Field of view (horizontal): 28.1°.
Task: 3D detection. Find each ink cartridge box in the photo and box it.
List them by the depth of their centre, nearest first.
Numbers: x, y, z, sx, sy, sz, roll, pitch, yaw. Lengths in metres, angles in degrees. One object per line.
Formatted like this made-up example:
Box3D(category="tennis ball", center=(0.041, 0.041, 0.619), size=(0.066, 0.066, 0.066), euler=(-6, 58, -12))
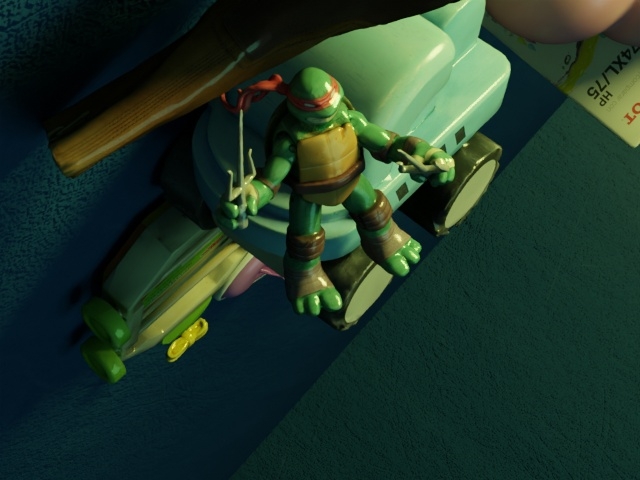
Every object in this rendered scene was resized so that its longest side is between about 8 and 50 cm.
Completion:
Box3D(category="ink cartridge box", center=(0.346, -0.282, 1.560), size=(0.198, 0.270, 0.197), euler=(-51, 178, 20))

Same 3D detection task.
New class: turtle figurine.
Box3D(category="turtle figurine", center=(0.009, -0.048, 0.948), size=(0.175, 0.118, 0.234), euler=(-13, 141, 0))

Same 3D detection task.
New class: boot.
Box3D(category="boot", center=(-0.056, -0.134, 0.817), size=(0.280, 0.096, 0.264), euler=(-31, -161, -11))

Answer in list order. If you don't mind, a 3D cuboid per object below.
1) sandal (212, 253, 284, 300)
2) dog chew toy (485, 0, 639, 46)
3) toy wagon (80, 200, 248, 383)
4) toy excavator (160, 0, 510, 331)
Box3D(category="sandal", center=(0.007, -0.010, 1.747), size=(0.416, 0.102, 0.169), euler=(-34, 163, -52))
Box3D(category="dog chew toy", center=(0.329, -0.297, 1.348), size=(0.206, 0.331, 0.207), euler=(-172, -90, -78))
Box3D(category="toy wagon", center=(-0.151, 0.041, 1.395), size=(0.267, 0.068, 0.344), euler=(-42, 170, -25))
Box3D(category="toy excavator", center=(0.073, -0.198, 1.094), size=(0.433, 0.222, 0.445), euler=(-44, 161, -26))
